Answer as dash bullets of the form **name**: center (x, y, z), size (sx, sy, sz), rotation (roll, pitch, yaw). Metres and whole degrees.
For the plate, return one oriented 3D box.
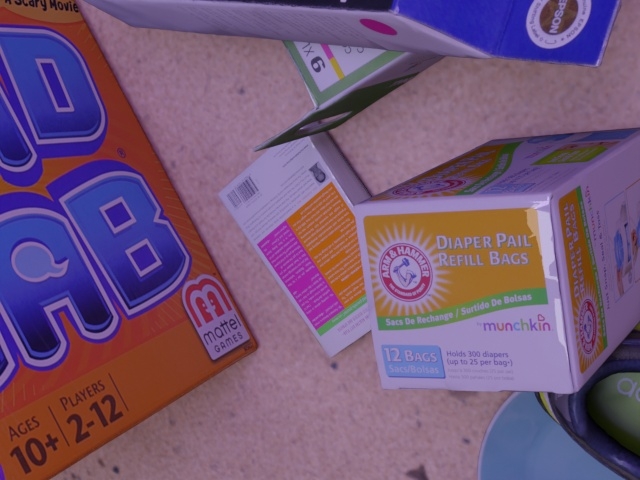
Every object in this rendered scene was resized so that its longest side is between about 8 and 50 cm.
- **plate**: center (0.194, 0.166, 0.816), size (0.188, 0.024, 0.188), rotation (8, 107, 26)

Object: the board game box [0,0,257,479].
- **board game box**: center (-0.340, 0.039, 0.878), size (0.356, 0.356, 0.356), rotation (-27, 90, 32)

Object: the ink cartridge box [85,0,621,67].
- **ink cartridge box**: center (0.011, -0.199, 0.691), size (0.371, 0.069, 0.175), rotation (14, 84, 42)

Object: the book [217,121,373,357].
- **book**: center (0.000, 0.000, 0.871), size (0.096, 0.035, 0.144), rotation (-37, 84, 35)

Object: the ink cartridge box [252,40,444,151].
- **ink cartridge box**: center (0.047, -0.135, 0.761), size (0.209, 0.109, 0.062), rotation (-30, 88, 32)

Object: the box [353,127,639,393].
- **box**: center (0.117, 0.005, 0.706), size (0.114, 0.203, 0.103), rotation (-3, 103, 30)

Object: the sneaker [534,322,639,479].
- **sneaker**: center (0.258, 0.131, 0.693), size (0.300, 0.121, 0.111), rotation (19, 100, 13)
